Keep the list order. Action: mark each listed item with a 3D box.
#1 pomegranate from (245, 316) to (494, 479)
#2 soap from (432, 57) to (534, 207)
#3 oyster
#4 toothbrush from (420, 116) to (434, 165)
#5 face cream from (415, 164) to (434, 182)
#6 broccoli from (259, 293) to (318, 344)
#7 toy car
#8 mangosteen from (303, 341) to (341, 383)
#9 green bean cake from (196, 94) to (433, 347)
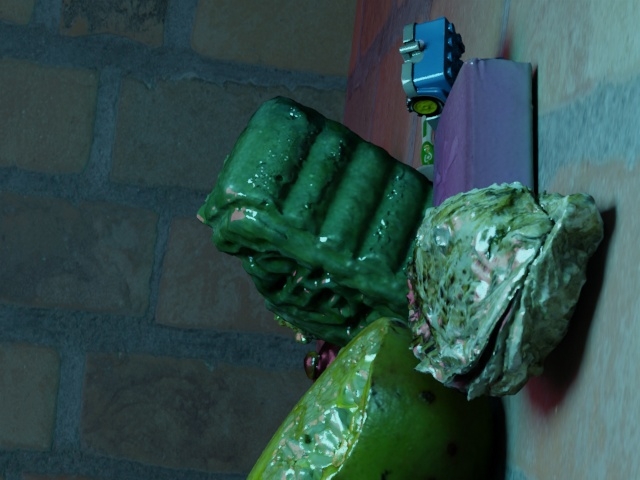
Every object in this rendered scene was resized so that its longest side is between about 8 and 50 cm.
[{"bbox_3d":[0.069,0.237,1.459,0.310,0.216,0.358,-54,1,21],"label":"pomegranate"},{"bbox_3d":[0.172,-0.041,1.440,0.181,0.081,0.259,107,169,-64],"label":"soap"},{"bbox_3d":[0.159,0.046,1.201,0.267,0.112,0.198,-174,85,-69],"label":"oyster"},{"bbox_3d":[0.165,-0.126,2.000,0.304,0.030,0.030,-86,5,-50],"label":"toothbrush"},{"bbox_3d":[0.133,0.021,1.821,0.082,0.082,0.269,-88,7,-46],"label":"face cream"},{"bbox_3d":[0.001,-0.010,2.442,0.338,0.317,0.277,-45,-12,-3],"label":"broccoli"},{"bbox_3d":[0.164,-0.180,1.566,0.191,0.100,0.097,46,-139,-51],"label":"toy car"},{"bbox_3d":[0.045,0.214,2.196,0.152,0.152,0.152,-173,90,-85],"label":"mangosteen"},{"bbox_3d":[0.000,0.000,1.646,0.169,0.300,0.308,-64,7,-23],"label":"green bean cake"}]
